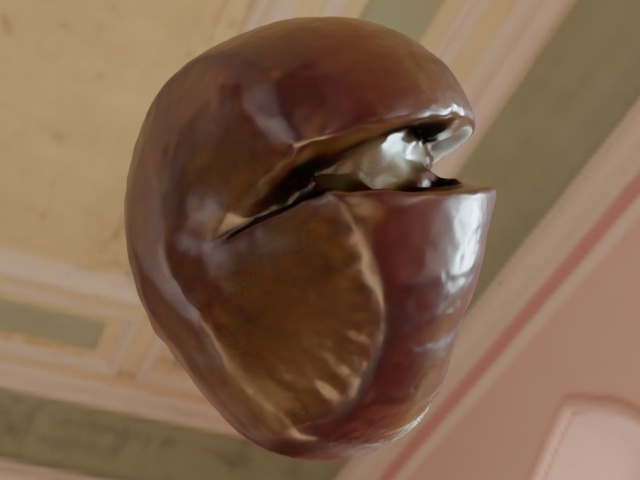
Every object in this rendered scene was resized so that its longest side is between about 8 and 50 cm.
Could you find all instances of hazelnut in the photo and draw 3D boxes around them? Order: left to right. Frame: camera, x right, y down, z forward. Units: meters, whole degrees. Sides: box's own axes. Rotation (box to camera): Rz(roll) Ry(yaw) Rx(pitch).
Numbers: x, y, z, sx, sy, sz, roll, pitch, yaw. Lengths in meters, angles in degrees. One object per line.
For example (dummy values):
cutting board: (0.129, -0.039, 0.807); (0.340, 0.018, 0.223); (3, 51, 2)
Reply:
hazelnut: (0.000, 0.000, 0.837); (0.217, 0.251, 0.217); (-8, 0, 0)
